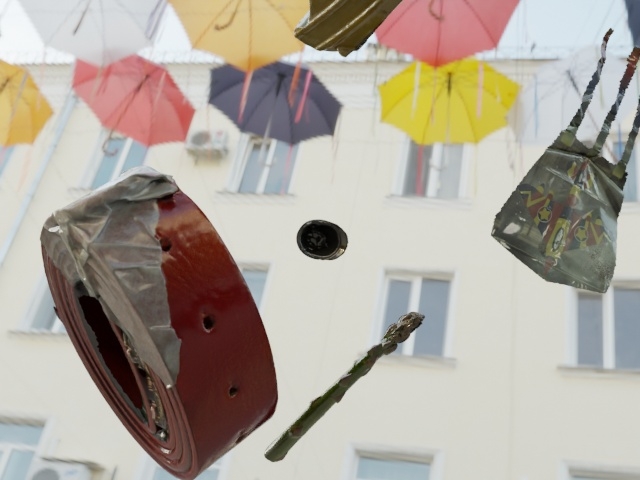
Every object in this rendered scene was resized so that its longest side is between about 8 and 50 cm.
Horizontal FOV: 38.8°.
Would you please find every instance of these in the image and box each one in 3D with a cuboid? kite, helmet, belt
[{"bbox_3d":[0.255,-0.075,0.855,0.141,0.245,0.015,26,-5,-21],"label":"kite"},{"bbox_3d":[0.001,0.000,1.461,0.084,0.065,0.049,14,-4,-4],"label":"helmet"},{"bbox_3d":[-0.162,0.079,0.882,0.227,0.115,0.324,18,-47,43],"label":"belt"}]

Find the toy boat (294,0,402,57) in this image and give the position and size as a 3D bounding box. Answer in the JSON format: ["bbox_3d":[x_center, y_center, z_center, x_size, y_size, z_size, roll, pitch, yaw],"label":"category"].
[{"bbox_3d":[0.065,-0.273,0.735,0.115,0.089,0.310,41,-40,-10],"label":"toy boat"}]

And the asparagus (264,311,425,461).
[{"bbox_3d":[0.018,0.148,0.901,0.024,0.025,0.248,32,-59,-16],"label":"asparagus"}]
